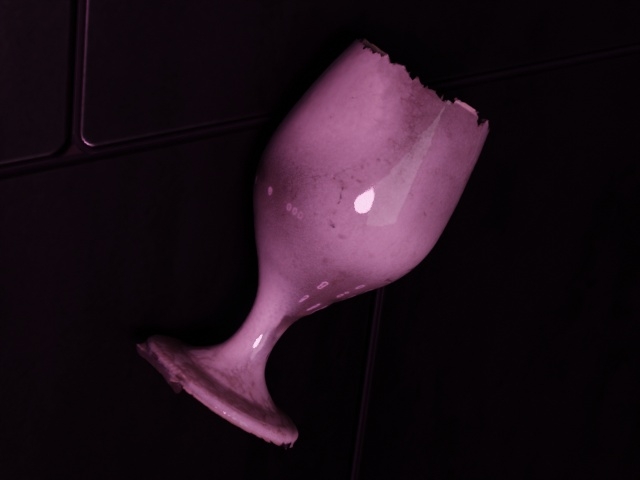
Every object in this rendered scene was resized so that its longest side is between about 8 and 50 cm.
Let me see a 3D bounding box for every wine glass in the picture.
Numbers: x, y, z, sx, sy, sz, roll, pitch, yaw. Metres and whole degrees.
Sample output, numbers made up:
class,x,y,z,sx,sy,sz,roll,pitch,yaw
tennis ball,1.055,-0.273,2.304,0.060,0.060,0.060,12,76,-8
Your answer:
class,x,y,z,sx,sy,sz,roll,pitch,yaw
wine glass,0.000,0.000,1.097,0.126,0.126,0.241,28,99,-46
